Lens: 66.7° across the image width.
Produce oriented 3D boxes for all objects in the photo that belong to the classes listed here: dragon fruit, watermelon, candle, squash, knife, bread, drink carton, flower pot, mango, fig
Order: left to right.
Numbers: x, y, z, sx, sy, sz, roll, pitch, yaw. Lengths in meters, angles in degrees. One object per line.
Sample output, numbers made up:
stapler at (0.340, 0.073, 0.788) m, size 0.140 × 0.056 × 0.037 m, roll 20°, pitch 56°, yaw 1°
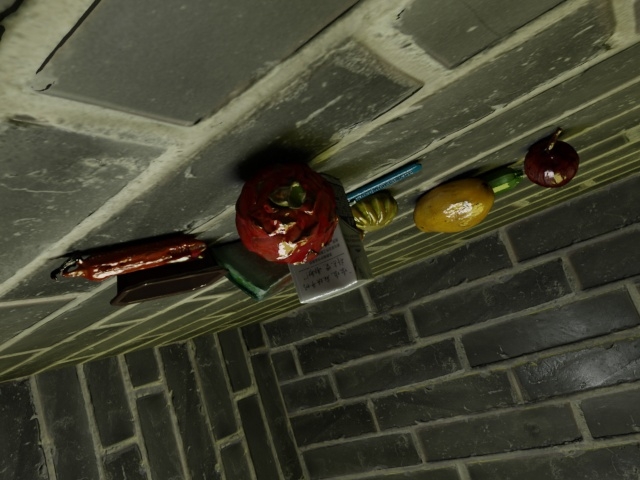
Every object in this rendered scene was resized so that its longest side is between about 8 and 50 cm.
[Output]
candle at (-0.371, 0.037, 0.972) m, size 0.301 × 0.059 × 0.084 m, roll -13°, pitch 153°, yaw -30°
flower pot at (-0.348, 0.071, 1.111) m, size 0.250 × 0.084 × 0.178 m, roll -10°, pitch 166°, yaw -40°
watermelon at (-0.133, 0.074, 1.289) m, size 0.301 × 0.151 × 0.264 m, roll -17°, pitch 168°, yaw -7°
dragon fruit at (-0.054, -0.043, 0.807) m, size 0.172 × 0.173 × 0.209 m, roll -21°, pitch 167°, yaw 15°
drink carton at (0.001, 0.000, 0.964) m, size 0.134 × 0.223 × 0.101 m, roll -23°, pitch 168°, yaw 22°
knife at (0.095, -0.108, 1.107) m, size 0.296 × 0.026 × 0.044 m, roll -24°, pitch 156°, yaw 28°
bread at (0.142, -0.079, 1.212) m, size 0.094 × 0.083 × 0.157 m, roll -39°, pitch 158°, yaw 29°
mango at (0.360, -0.084, 1.352) m, size 0.157 × 0.109 × 0.262 m, roll 26°, pitch 141°, yaw -26°
squash at (0.468, -0.150, 1.388) m, size 0.219 × 0.068 × 0.077 m, roll -23°, pitch 148°, yaw 25°
fig at (0.584, -0.197, 1.210) m, size 0.128 × 0.129 × 0.150 m, roll -16°, pitch 171°, yaw -12°

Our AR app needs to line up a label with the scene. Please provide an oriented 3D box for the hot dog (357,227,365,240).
hot dog at (0.053, -0.004, 1.325) m, size 0.146 × 0.103 × 0.213 m, roll -61°, pitch 166°, yaw 2°
